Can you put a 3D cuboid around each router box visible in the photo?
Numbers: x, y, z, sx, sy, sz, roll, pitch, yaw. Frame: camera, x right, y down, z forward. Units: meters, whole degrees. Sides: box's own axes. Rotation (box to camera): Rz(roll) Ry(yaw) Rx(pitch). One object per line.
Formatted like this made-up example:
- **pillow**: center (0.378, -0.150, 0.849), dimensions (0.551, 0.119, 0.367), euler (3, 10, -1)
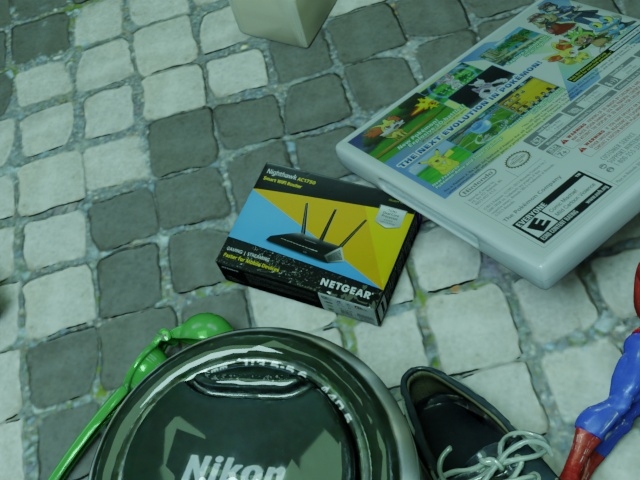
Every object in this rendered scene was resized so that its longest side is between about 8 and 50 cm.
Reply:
- **router box**: center (0.000, 0.000, 0.857), dimensions (0.179, 0.046, 0.133), euler (15, 64, 19)

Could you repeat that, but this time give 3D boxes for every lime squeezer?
- **lime squeezer**: center (-0.137, 0.138, 0.814), dimensions (0.311, 0.059, 0.109), euler (-22, 89, -3)

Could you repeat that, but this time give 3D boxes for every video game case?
- **video game case**: center (0.227, -0.122, 0.824), dimensions (0.329, 0.036, 0.300), euler (-37, 43, -15)

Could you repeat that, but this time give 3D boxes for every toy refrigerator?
- **toy refrigerator**: center (-0.011, -0.384, 1.053), dimensions (0.102, 0.094, 0.269), euler (19, 67, 21)

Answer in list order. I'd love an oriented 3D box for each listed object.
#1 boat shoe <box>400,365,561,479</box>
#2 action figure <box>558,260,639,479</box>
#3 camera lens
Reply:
- **boat shoe**: center (0.135, 0.182, 0.642), dimensions (0.095, 0.079, 0.254), euler (-28, 29, -4)
- **action figure**: center (0.307, 0.117, 0.699), dimensions (0.139, 0.091, 0.280), euler (15, 65, 28)
- **camera lens**: center (-0.028, 0.205, 0.611), dimensions (0.220, 0.274, 0.219), euler (-5, 60, 9)
